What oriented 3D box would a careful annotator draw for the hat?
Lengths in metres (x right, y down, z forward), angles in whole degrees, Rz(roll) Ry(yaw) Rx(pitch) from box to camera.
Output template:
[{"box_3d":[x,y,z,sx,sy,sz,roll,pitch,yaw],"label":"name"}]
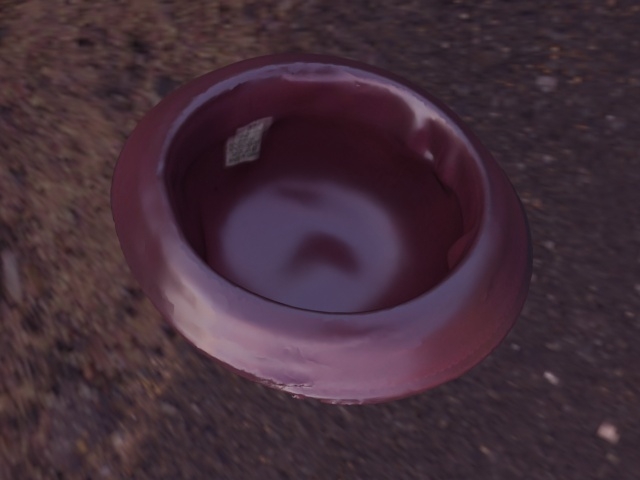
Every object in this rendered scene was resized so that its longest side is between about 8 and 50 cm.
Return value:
[{"box_3d":[0.000,0.000,0.931,0.205,0.089,0.205,4,51,-4],"label":"hat"}]
